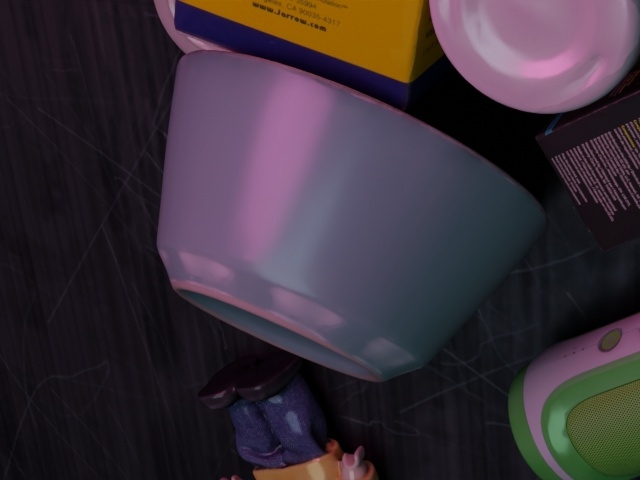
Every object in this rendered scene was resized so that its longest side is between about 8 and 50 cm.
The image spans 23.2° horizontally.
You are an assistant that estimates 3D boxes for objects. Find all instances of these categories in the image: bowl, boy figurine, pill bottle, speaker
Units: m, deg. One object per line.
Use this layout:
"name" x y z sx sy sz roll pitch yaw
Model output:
"bowl" 0.000 0.000 1.187 0.311 0.163 0.311 23 172 4
"boy figurine" -0.020 0.247 1.508 0.177 0.092 0.285 -11 108 33
"pill bottle" 0.179 -0.191 1.011 0.136 0.245 0.136 16 125 23
"speaker" 0.291 0.104 1.204 0.296 0.131 0.131 -27 101 40

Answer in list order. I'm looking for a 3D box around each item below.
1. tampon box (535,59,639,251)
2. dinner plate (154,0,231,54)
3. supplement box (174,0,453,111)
"tampon box" 0.260 -0.084 1.109 0.161 0.120 0.101 -24 103 39
"dinner plate" -0.087 -0.203 1.321 0.141 0.017 0.141 15 125 22
"supplement box" 0.038 -0.305 1.063 0.195 0.194 0.357 22 127 19
